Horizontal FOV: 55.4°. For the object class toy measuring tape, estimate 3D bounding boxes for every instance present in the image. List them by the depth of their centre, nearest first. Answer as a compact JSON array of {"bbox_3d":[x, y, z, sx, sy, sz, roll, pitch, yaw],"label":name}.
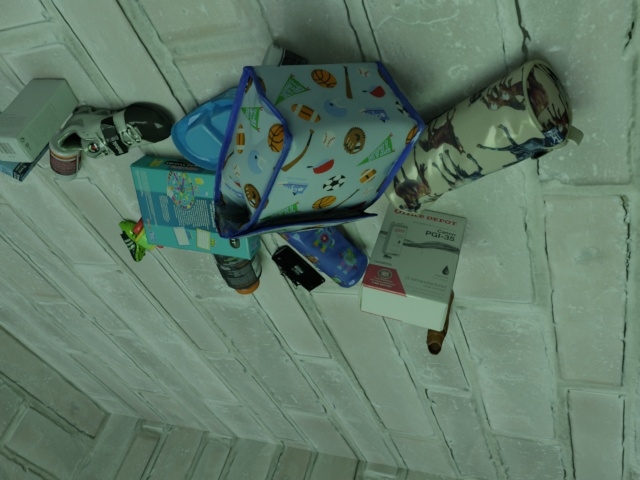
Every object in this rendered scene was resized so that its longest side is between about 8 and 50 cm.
[{"bbox_3d":[-0.497,-0.051,1.873,0.121,0.121,0.330,33,143,-16],"label":"toy measuring tape"}]

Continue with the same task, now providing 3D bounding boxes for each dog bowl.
[{"bbox_3d":[-0.232,-0.273,1.479,0.297,0.074,0.166,-16,131,40],"label":"dog bowl"}]

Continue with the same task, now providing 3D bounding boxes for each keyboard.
[{"bbox_3d":[-0.078,0.087,1.920,0.100,0.038,0.192,-33,120,22],"label":"keyboard"}]

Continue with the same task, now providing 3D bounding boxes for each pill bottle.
[{"bbox_3d":[-0.742,-0.239,1.775,0.086,0.086,0.152,26,144,-6],"label":"pill bottle"},{"bbox_3d":[-0.256,0.065,1.885,0.130,0.130,0.246,8,142,18],"label":"pill bottle"}]

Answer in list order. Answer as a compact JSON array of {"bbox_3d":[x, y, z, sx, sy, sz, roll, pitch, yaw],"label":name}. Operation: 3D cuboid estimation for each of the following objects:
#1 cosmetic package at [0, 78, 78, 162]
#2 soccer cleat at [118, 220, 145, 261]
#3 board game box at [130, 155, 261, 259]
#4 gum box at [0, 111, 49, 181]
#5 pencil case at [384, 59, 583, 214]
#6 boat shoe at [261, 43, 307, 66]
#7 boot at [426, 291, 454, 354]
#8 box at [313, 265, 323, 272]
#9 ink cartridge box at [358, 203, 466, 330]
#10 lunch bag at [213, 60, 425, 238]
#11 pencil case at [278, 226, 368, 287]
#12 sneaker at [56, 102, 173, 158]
[{"bbox_3d":[-0.733,-0.309,1.553,0.117,0.231,0.085,7,142,20],"label":"cosmetic package"},{"bbox_3d":[-0.638,0.001,2.070,0.072,0.060,0.179,22,139,16],"label":"soccer cleat"},{"bbox_3d":[-0.344,-0.094,1.702,0.336,0.079,0.254,8,123,18],"label":"board game box"},{"bbox_3d":[-0.898,-0.275,1.749,0.184,0.157,0.041,27,145,-9],"label":"gum box"},{"bbox_3d":[0.302,-0.187,1.239,0.410,0.160,0.184,-26,102,46],"label":"pencil case"},{"bbox_3d":[-0.114,-0.262,1.319,0.102,0.108,0.301,18,106,-16],"label":"boat shoe"},{"bbox_3d":[0.342,0.228,1.772,0.072,0.152,0.197,4,141,23],"label":"boot"},{"bbox_3d":[0.007,0.048,1.818,0.081,0.028,0.136,2,143,25],"label":"box"},{"bbox_3d":[0.228,0.056,1.495,0.207,0.283,0.117,13,140,12],"label":"ink cartridge box"},{"bbox_3d":[-0.025,-0.146,1.250,0.327,0.239,0.385,-9,149,-32],"label":"lunch bag"},{"bbox_3d":[0.000,0.000,1.669,0.306,0.133,0.119,41,155,-27],"label":"pencil case"},{"bbox_3d":[-0.538,-0.268,1.586,0.330,0.146,0.122,1,139,24],"label":"sneaker"}]
